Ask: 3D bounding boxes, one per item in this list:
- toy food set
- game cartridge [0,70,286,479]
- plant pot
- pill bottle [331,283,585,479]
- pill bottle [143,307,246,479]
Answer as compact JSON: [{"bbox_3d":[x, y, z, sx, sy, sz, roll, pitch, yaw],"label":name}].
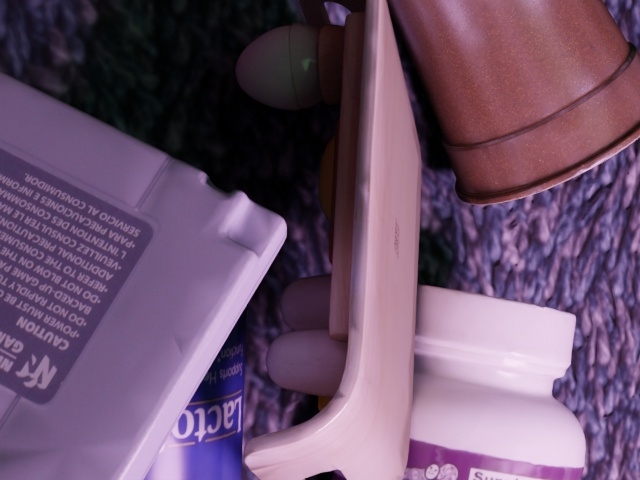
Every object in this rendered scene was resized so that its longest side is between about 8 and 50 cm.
[{"bbox_3d":[0.000,0.000,0.774,0.219,0.093,0.306,66,26,-66],"label":"toy food set"},{"bbox_3d":[-0.189,0.010,0.635,0.196,0.294,0.060,-59,167,-21],"label":"game cartridge"},{"bbox_3d":[0.133,-0.137,0.926,0.167,0.167,0.165,-40,109,-29],"label":"plant pot"},{"bbox_3d":[0.087,0.186,0.904,0.169,0.169,0.301,13,85,-38],"label":"pill bottle"},{"bbox_3d":[-0.119,0.117,0.747,0.153,0.153,0.264,-2,95,-38],"label":"pill bottle"}]
